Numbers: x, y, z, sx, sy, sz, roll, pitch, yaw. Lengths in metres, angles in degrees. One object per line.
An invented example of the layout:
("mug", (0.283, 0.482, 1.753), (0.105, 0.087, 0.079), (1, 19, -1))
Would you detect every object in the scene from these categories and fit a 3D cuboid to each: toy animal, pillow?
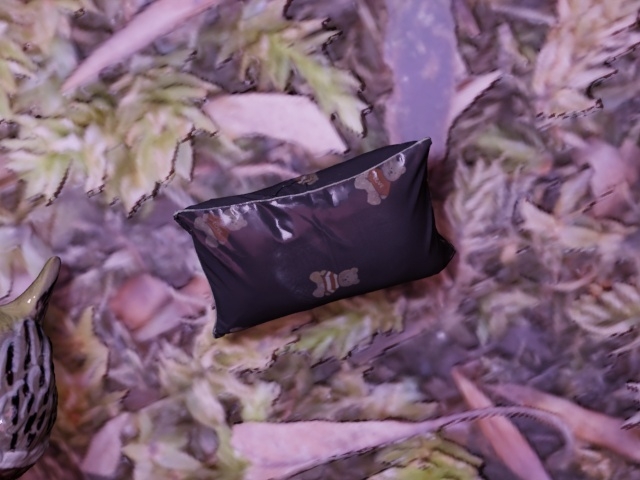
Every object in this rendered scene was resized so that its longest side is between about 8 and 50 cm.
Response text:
("toy animal", (-0.176, 0.080, 1.111), (0.137, 0.098, 0.098), (-40, 113, -14))
("pillow", (0.000, 0.000, 1.119), (0.150, 0.048, 0.090), (-16, 110, -3))
